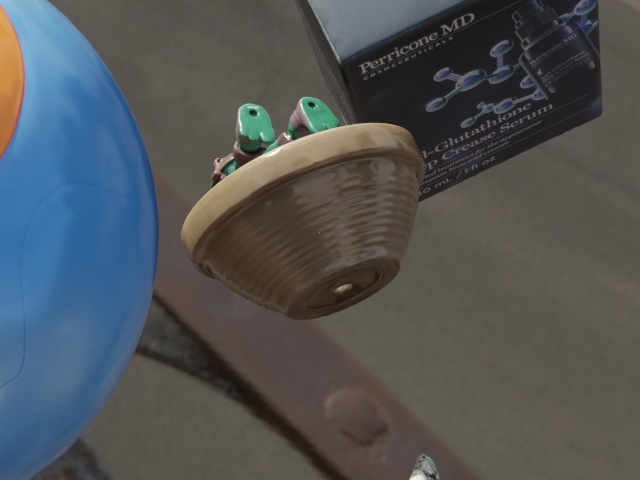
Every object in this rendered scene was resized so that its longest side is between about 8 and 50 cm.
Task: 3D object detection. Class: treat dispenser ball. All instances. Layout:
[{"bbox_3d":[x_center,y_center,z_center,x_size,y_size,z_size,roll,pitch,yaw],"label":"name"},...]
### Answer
[{"bbox_3d":[-0.221,-0.003,0.731,0.288,0.288,0.288,11,49,-13],"label":"treat dispenser ball"}]

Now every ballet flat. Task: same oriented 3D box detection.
[{"bbox_3d":[0.113,0.272,1.626,0.041,0.041,0.114,-1,42,-23],"label":"ballet flat"}]

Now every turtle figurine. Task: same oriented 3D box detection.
[{"bbox_3d":[-0.069,-0.053,1.669,0.175,0.234,0.118,-29,64,-39],"label":"turtle figurine"}]

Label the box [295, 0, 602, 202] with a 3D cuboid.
[{"bbox_3d":[0.144,-0.247,1.744,0.293,0.395,0.212,-26,65,0],"label":"box"}]

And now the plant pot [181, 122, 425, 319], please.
[{"bbox_3d":[0.000,0.000,1.418,0.237,0.237,0.109,-13,68,-30],"label":"plant pot"}]
